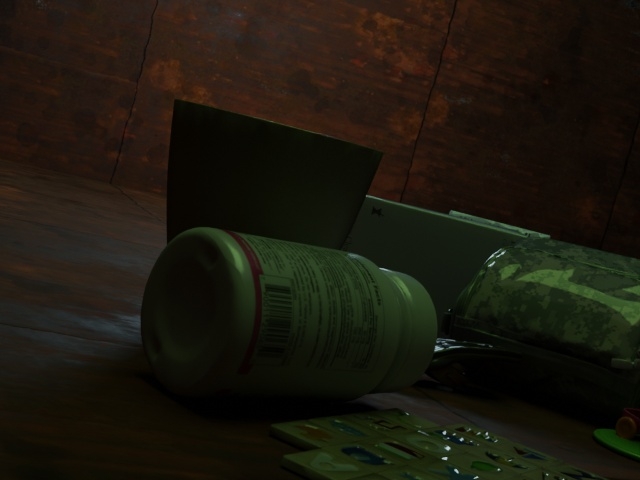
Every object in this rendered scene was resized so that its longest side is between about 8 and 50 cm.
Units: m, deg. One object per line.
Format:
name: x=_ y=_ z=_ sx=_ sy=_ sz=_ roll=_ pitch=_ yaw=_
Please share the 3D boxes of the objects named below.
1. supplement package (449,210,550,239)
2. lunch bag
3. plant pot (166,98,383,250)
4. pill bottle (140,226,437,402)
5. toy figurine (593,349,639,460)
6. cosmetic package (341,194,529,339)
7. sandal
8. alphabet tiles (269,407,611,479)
supplement package: x=0.336 y=0.070 z=1.967 sx=0.203 sy=0.149 sz=0.194 roll=16 pitch=-24 yaw=21
lunch bag: x=0.355 y=0.132 z=1.412 sx=0.305 sy=0.212 sz=0.256 roll=16 pitch=21 yaw=28
plant pot: x=-0.083 y=-0.006 z=1.195 sx=0.257 sy=0.273 sz=0.256 roll=15 pitch=4 yaw=-1
pill bottle: x=-0.023 y=0.083 z=1.005 sx=0.283 sy=0.160 sz=0.160 roll=11 pitch=5 yaw=-43
toy figurine: x=0.422 y=0.183 z=1.167 sx=0.130 sy=0.159 sz=0.173 roll=11 pitch=6 yaw=-33
cosmetic package: x=0.143 y=0.043 z=1.720 sx=0.385 sy=0.217 sz=0.156 roll=12 pitch=4 yaw=2
sandal: x=0.154 y=0.163 z=1.282 sx=0.219 sy=0.060 sz=0.090 roll=-3 pitch=5 yaw=-23
alphabet tiles: x=0.129 y=0.209 z=0.886 sx=0.285 sy=0.011 sz=0.343 roll=18 pitch=5 yaw=34
